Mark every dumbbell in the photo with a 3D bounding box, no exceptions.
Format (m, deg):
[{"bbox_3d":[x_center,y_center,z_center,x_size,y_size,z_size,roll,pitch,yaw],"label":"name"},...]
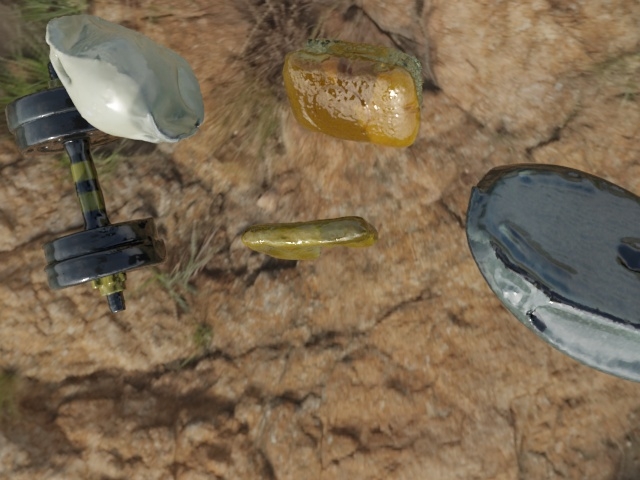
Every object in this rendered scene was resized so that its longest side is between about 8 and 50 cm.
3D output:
[{"bbox_3d":[-0.349,-0.081,1.385,0.185,0.185,0.388,-14,90,6],"label":"dumbbell"}]

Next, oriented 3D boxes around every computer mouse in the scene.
[{"bbox_3d":[0.319,0.046,1.001,0.374,0.114,0.203,27,60,3],"label":"computer mouse"}]

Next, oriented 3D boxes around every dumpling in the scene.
[{"bbox_3d":[-0.220,-0.198,1.077,0.111,0.155,0.181,-11,116,31],"label":"dumpling"}]

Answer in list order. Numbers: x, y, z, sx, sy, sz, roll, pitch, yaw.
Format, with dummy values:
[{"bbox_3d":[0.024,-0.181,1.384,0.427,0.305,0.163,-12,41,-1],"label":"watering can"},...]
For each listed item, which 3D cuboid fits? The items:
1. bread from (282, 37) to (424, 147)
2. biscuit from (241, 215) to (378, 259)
[{"bbox_3d":[0.060,-0.249,1.537,0.246,0.121,0.174,17,148,23],"label":"bread"},{"bbox_3d":[0.000,0.000,1.274,0.183,0.174,0.039,-5,79,22],"label":"biscuit"}]
